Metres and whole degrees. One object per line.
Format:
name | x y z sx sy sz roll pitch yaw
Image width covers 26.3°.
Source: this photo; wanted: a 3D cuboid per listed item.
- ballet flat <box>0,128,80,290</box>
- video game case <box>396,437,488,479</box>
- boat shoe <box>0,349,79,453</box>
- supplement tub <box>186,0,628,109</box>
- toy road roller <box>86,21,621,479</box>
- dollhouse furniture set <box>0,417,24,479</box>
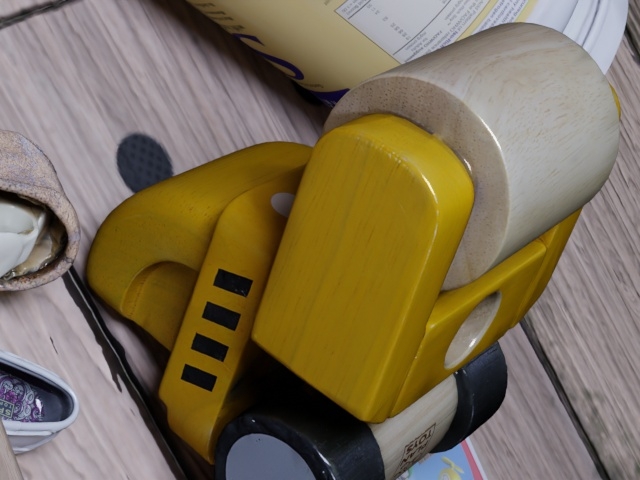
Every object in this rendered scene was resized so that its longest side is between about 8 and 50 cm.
ballet flat | -0.249 -0.013 0.679 0.316 0.108 0.106 -5 43 -46
video game case | 0.032 0.219 0.942 0.285 0.025 0.204 -26 92 -48
boat shoe | -0.212 0.071 0.727 0.184 0.063 0.066 32 53 -33
supplement tub | 0.039 -0.219 0.979 0.331 0.241 0.241 34 52 -31
toy road roller | 0.000 0.000 0.808 0.240 0.330 0.202 36 37 20
dollhouse furniture set | -0.237 0.106 0.606 0.123 0.144 0.151 56 4 40
